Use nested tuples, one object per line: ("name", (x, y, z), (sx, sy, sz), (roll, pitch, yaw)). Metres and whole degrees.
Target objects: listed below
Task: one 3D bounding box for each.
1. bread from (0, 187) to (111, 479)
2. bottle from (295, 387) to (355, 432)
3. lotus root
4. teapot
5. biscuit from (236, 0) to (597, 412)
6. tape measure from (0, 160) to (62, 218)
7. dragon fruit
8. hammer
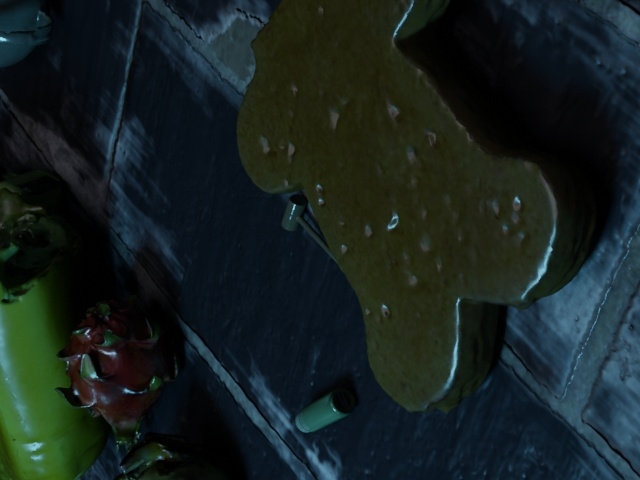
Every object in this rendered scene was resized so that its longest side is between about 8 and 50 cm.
("bread", (-0.387, 0.134, 1.906), (0.251, 0.208, 0.376), (20, 127, 43))
("bottle", (0.004, 0.177, 1.544), (0.083, 0.030, 0.030), (-36, 70, 53))
("lotus root", (-0.190, 0.383, 1.738), (0.173, 0.173, 0.309), (11, 86, 53))
("teapot", (-0.443, -0.319, 1.944), (0.294, 0.129, 0.193), (40, 131, 42))
("biscuit", (0.080, -0.082, 1.332), (0.394, 0.076, 0.368), (58, 140, 22))
("tape measure", (-0.430, -0.016, 2.037), (0.175, 0.106, 0.200), (27, 125, 31))
("dragon fruit", (-0.242, 0.175, 1.801), (0.135, 0.137, 0.235), (14, 118, 13))
("hammer", (0.000, 0.000, 1.515), (0.110, 0.019, 0.035), (46, 135, 30))
